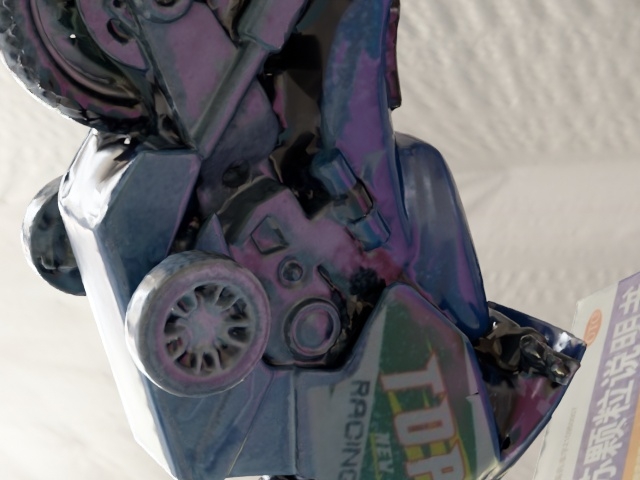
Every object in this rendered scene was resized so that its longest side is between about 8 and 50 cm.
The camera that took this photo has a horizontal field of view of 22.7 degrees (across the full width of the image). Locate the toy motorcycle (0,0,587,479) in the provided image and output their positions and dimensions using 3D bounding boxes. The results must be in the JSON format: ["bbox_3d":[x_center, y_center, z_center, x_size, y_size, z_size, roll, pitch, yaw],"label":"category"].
[{"bbox_3d":[0.000,0.000,0.425,0.092,0.135,0.254,27,-43,60],"label":"toy motorcycle"}]

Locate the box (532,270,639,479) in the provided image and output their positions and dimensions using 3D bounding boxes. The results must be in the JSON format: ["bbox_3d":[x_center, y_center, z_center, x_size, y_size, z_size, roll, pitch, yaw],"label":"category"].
[{"bbox_3d":[0.247,0.083,0.798,0.106,0.200,0.299,37,-40,-19],"label":"box"}]
